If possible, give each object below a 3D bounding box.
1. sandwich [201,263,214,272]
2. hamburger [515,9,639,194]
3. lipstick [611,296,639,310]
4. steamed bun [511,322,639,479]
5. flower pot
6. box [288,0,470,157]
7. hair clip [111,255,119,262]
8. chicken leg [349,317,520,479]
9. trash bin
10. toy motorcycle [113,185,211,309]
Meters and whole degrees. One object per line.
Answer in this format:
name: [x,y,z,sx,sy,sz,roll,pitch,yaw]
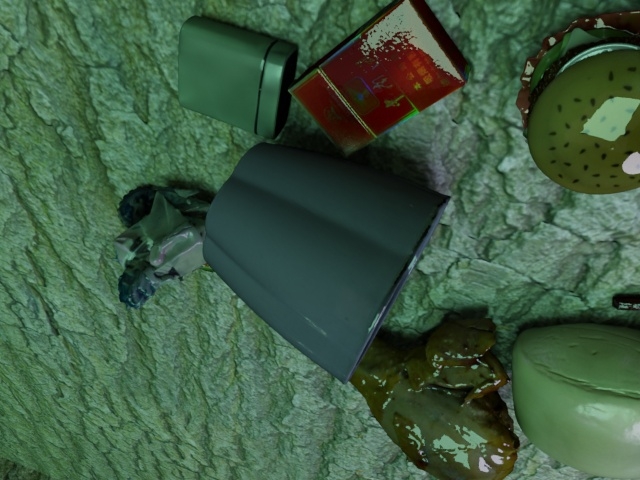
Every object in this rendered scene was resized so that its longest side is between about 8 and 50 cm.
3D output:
sandwich: [-0.207,0.013,0.898,0.101,0.026,0.069,27,130,-7]
hamburger: [0.272,-0.123,0.503,0.175,0.137,0.175,13,131,15]
lipstick: [0.475,0.081,0.679,0.177,0.027,0.027,-2,129,25]
steamed bun: [0.400,0.226,0.746,0.250,0.154,0.200,1,130,17]
flower pot: [0.000,0.000,0.666,0.243,0.265,0.265,32,135,10]
box: [0.062,-0.182,0.596,0.175,0.048,0.112,-28,115,38]
hair clip: [-0.363,0.057,0.992,0.030,0.039,0.115,12,135,20]
chicken leg: [0.159,0.207,0.855,0.409,0.182,0.295,33,126,14]
trash bin: [-0.102,-0.197,0.644,0.130,0.059,0.116,20,132,6]
toy motorcycle: [-0.217,0.022,0.789,0.239,0.204,0.108,4,148,25]
